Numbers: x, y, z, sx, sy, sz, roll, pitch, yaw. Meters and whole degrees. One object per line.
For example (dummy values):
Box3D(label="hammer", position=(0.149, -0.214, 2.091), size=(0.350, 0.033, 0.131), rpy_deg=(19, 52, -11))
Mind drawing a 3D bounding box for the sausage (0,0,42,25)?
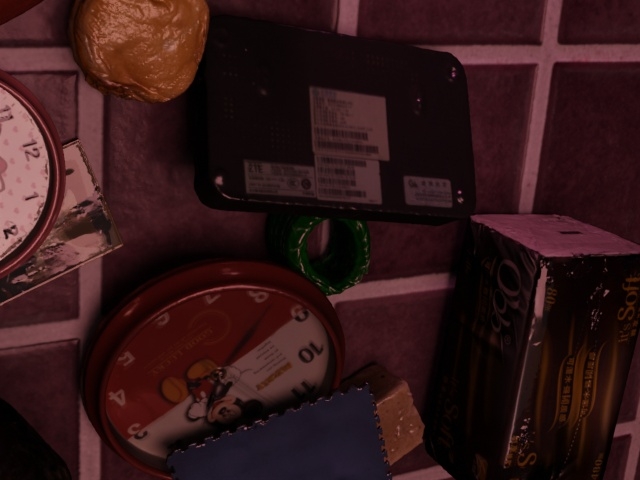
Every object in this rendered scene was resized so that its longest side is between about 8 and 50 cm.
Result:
Box3D(label="sausage", position=(-0.333, -0.254, 0.948), size=(0.254, 0.148, 0.148), rpy_deg=(-36, 122, -16))

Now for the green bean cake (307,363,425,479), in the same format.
Box3D(label="green bean cake", position=(0.043, 0.256, 1.383), size=(0.179, 0.085, 0.109), rpy_deg=(-31, 122, -17))

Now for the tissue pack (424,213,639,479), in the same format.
Box3D(label="tissue pack", position=(0.288, 0.150, 1.414), size=(0.210, 0.198, 0.370), rpy_deg=(0, 108, -25))

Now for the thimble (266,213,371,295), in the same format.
Box3D(label="thimble", position=(0.000, 0.000, 1.258), size=(0.118, 0.090, 0.130), rpy_deg=(-48, 123, -2))

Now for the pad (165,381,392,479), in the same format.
Box3D(label="pad", position=(-0.037, 0.318, 1.312), size=(0.269, 0.012, 0.269), rpy_deg=(-17, 123, -10))

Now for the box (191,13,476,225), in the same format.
Box3D(label="box", position=(0.022, -0.130, 1.189), size=(0.350, 0.058, 0.211), rpy_deg=(2, 80, -30))

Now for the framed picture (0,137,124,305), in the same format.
Box3D(label="framed picture", position=(-0.325, -0.009, 1.117), size=(0.201, 0.010, 0.136), rpy_deg=(-28, 120, -18))

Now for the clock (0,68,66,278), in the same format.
Box3D(label="clock", position=(-0.376, -0.064, 1.035), size=(0.244, 0.056, 0.244), rpy_deg=(-6, 104, -24))

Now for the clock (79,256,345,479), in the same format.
Box3D(label="clock", position=(-0.124, 0.155, 1.238), size=(0.318, 0.080, 0.318), rpy_deg=(-10, 123, -16))

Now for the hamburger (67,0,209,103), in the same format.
Box3D(label="hamburger", position=(-0.189, -0.217, 1.074), size=(0.138, 0.083, 0.147), rpy_deg=(5, 108, -35))

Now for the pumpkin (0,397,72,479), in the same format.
Box3D(label="pumpkin", position=(-0.440, 0.337, 0.985), size=(0.454, 0.344, 0.454), rpy_deg=(-1, 96, -9))
